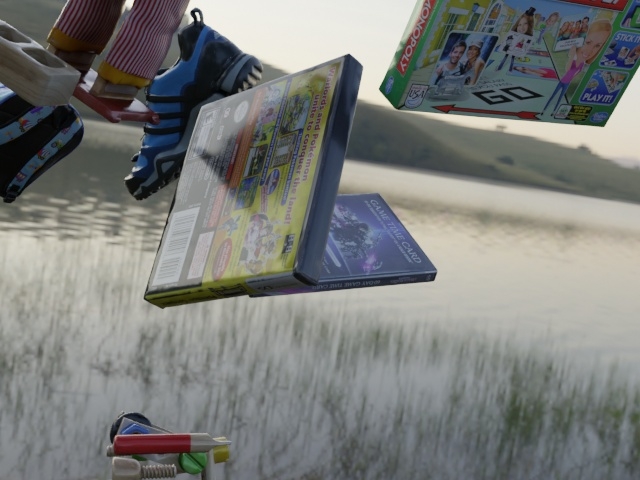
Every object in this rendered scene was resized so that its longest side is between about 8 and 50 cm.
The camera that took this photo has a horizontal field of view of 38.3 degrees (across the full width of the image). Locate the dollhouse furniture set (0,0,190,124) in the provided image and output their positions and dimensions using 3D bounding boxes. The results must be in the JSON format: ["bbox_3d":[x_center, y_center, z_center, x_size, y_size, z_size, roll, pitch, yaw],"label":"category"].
[{"bbox_3d":[-0.273,-0.242,0.978,0.152,0.201,0.374,34,17,12],"label":"dollhouse furniture set"}]

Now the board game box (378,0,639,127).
[{"bbox_3d":[0.239,-0.232,1.004,0.317,0.213,0.046,-1,41,-31],"label":"board game box"}]

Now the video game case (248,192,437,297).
[{"bbox_3d":[0.000,0.000,1.280,0.274,0.026,0.196,-3,37,-26],"label":"video game case"}]

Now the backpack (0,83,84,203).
[{"bbox_3d":[-0.445,-0.167,1.348,0.117,0.173,0.158,55,2,40],"label":"backpack"}]

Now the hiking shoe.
[{"bbox_3d":[-0.210,-0.189,1.352,0.132,0.304,0.113,44,28,0],"label":"hiking shoe"}]

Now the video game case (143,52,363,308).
[{"bbox_3d":[-0.077,-0.063,1.049,0.248,0.274,0.035,-11,-34,41],"label":"video game case"}]

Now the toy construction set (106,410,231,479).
[{"bbox_3d":[-0.160,0.334,1.224,0.237,0.257,0.309,1,-32,-14],"label":"toy construction set"}]
